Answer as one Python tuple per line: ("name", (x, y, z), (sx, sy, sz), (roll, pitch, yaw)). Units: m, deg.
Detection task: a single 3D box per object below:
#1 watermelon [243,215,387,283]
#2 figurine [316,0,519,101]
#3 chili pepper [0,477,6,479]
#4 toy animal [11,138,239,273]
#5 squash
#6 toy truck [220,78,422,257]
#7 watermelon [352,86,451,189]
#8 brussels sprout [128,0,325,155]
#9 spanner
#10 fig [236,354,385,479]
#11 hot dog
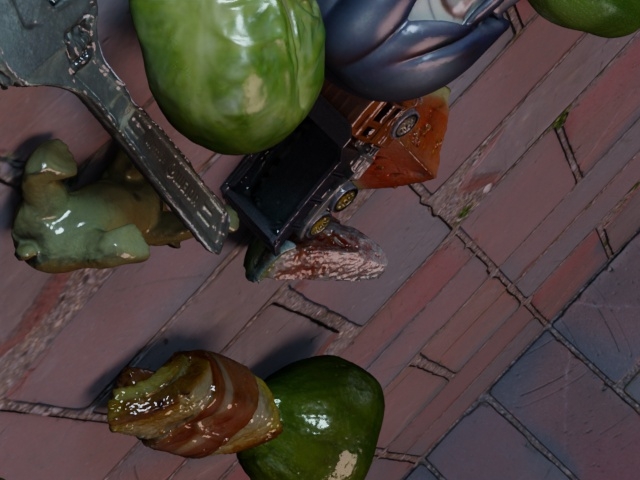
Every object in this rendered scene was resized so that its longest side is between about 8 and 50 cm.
("watermelon", (0.000, 0.000, 1.405), (0.187, 0.139, 0.071), (-49, 149, -76))
("figurine", (0.091, -0.218, 1.061), (0.265, 0.175, 0.197), (-33, 165, -14))
("chili pepper", (-0.322, 0.262, 1.327), (0.204, 0.072, 0.073), (-58, 178, 16))
("toy animal", (-0.154, -0.019, 1.090), (0.101, 0.103, 0.218), (-34, 173, 31))
("squash", (0.276, -0.264, 1.497), (0.101, 0.101, 0.378), (-51, 161, 16))
("toy truck", (-0.002, -0.080, 1.286), (0.192, 0.083, 0.092), (-50, 157, 14))
("watermelon", (0.077, -0.089, 1.434), (0.125, 0.094, 0.135), (-38, 167, -50))
("brussels sprout", (-0.055, -0.133, 0.952), (0.155, 0.117, 0.155), (7, 90, -78))
("spanner", (-0.128, -0.075, 0.949), (0.093, 0.026, 0.325), (-66, 149, -20))
("fig", (-0.048, 0.223, 1.792), (0.235, 0.203, 0.203), (22, 117, -29))
("hot dog", (-0.136, 0.164, 1.508), (0.123, 0.093, 0.261), (-41, 149, 11))
